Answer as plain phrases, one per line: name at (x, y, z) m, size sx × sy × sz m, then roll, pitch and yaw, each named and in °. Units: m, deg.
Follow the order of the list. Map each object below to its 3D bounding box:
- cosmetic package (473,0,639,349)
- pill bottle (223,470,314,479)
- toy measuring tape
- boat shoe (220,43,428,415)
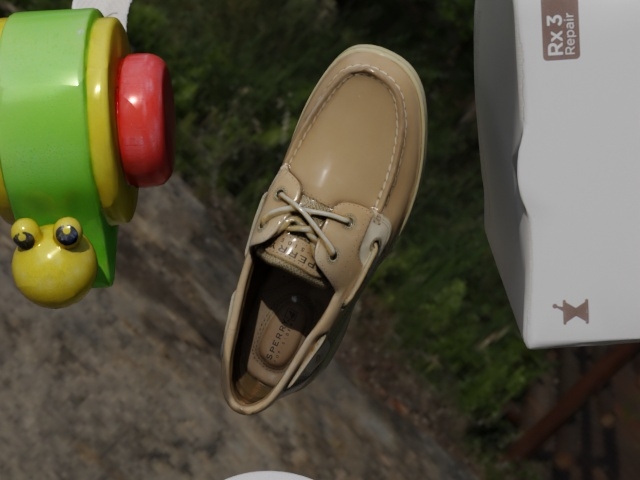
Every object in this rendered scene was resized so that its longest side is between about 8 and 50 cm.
cosmetic package at (0.196, -0.076, 0.903) m, size 0.385 × 0.156 × 0.217 m, roll -80°, pitch 166°, yaw -78°
pill bottle at (-0.031, 0.238, 0.708) m, size 0.117 × 0.215 × 0.117 m, roll 3°, pitch 26°, yaw -2°
toy measuring tape at (-0.133, -0.112, 0.693) m, size 0.121 × 0.121 × 0.330 m, roll 34°, pitch 41°, yaw -38°
boat shoe at (0.000, 0.000, 1.105) m, size 0.121 × 0.341 × 0.110 m, roll 22°, pitch 22°, yaw 12°
